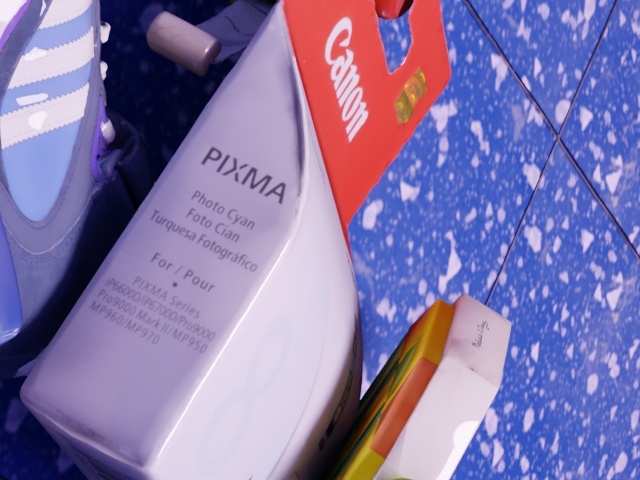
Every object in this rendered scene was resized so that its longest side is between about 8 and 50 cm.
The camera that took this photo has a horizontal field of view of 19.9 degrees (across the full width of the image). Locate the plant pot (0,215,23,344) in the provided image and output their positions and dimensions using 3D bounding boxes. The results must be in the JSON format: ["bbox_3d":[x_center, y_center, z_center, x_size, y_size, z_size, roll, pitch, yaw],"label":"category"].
[{"bbox_3d":[-0.275,-0.034,0.682,0.236,0.236,0.212,-31,114,-68],"label":"plant pot"}]

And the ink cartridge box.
[{"bbox_3d":[0.000,0.000,1.063,0.385,0.091,0.308,-56,161,-15],"label":"ink cartridge box"}]

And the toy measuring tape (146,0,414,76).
[{"bbox_3d":[-0.005,-0.179,1.091,0.330,0.121,0.121,-35,125,-65],"label":"toy measuring tape"}]

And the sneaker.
[{"bbox_3d":[-0.153,-0.087,0.965,0.236,0.130,0.323,35,64,-61],"label":"sneaker"}]

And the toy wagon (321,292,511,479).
[{"bbox_3d":[0.012,0.196,1.175,0.344,0.068,0.267,-56,-178,21],"label":"toy wagon"}]
